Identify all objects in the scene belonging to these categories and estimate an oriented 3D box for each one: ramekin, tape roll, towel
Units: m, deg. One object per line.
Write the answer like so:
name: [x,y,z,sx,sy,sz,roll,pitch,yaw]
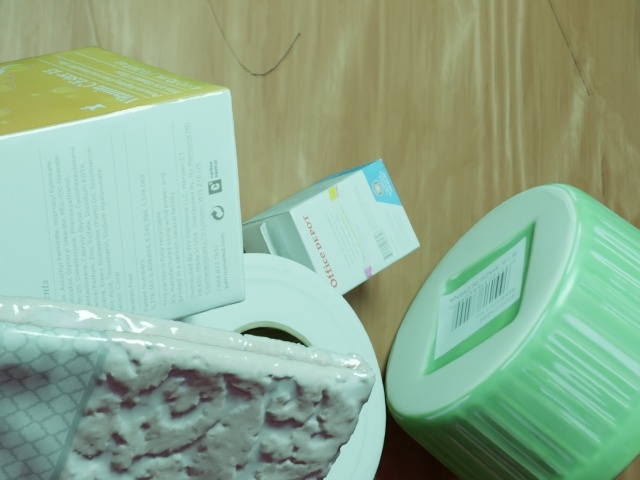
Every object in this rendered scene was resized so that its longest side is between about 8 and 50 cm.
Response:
ramekin: [0.197,0.094,1.603,0.148,0.303,0.303,37,60,-18]
tape roll: [-0.090,0.141,1.439,0.246,0.169,0.246,10,74,-37]
towel: [-0.157,0.199,1.233,0.317,0.053,0.332,13,117,-30]

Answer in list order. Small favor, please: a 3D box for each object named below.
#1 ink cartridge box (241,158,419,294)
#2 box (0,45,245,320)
ink cartridge box: [0.000,0.000,1.590,0.143,0.090,0.092,-29,99,-38]
box: [-0.258,-0.019,1.253,0.345,0.215,0.168,-15,112,-32]
